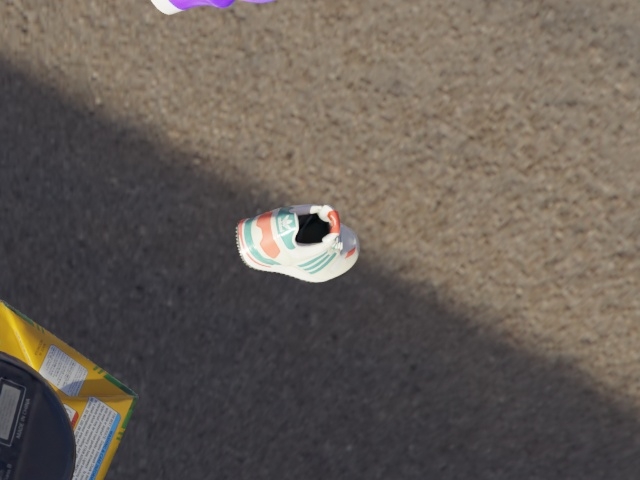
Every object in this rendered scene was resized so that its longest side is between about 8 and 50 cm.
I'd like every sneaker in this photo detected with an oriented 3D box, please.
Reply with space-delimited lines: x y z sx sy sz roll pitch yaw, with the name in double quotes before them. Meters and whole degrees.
"sneaker" 0.000 0.000 1.242 0.161 0.075 0.057 9 68 -51

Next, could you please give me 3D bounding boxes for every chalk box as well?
"chalk box" -0.352 0.208 1.337 0.179 0.289 0.180 39 49 -25

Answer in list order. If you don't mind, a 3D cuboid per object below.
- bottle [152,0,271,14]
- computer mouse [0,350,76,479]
"bottle" -0.060 -0.315 1.469 0.283 0.118 0.092 -14 45 28
"computer mouse" -0.276 0.098 0.851 0.272 0.072 0.188 33 55 -32
